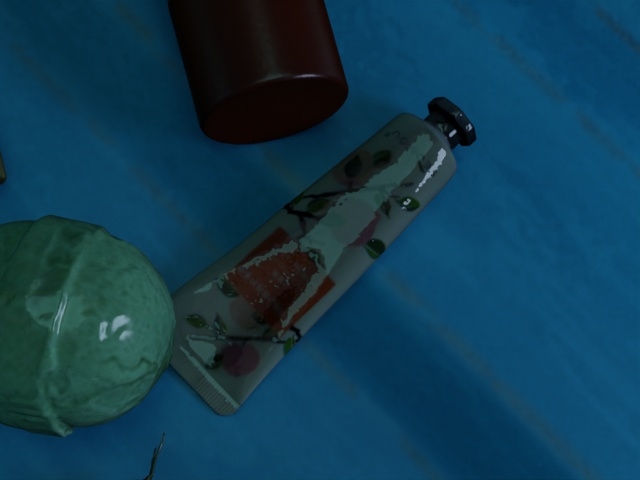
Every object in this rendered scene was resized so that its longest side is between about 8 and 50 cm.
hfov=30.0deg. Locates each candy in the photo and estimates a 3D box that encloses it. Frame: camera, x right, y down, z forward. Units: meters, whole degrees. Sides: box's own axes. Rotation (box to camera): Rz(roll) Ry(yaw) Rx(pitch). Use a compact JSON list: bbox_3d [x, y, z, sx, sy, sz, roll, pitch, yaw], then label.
[{"bbox_3d":[-0.296,0.015,0.662,0.439,0.119,0.119,12,71,3],"label":"candy"}]

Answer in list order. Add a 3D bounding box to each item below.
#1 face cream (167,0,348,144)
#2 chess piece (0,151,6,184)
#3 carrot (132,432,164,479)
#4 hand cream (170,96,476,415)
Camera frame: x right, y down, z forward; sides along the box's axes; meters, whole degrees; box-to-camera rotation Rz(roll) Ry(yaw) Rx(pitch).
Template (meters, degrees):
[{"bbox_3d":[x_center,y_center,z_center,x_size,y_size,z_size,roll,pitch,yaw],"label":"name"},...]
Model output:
[{"bbox_3d":[-0.053,-0.176,0.744,0.095,0.096,0.214,-13,75,-10],"label":"face cream"},{"bbox_3d":[-0.254,-0.112,0.719,0.090,0.090,0.201,-15,86,-11],"label":"chess piece"},{"bbox_3d":[-0.158,0.230,0.621,0.078,0.078,0.298,33,69,5],"label":"carrot"},{"bbox_3d":[0.000,0.000,0.725,0.234,0.050,0.080,-43,85,-10],"label":"hand cream"}]
